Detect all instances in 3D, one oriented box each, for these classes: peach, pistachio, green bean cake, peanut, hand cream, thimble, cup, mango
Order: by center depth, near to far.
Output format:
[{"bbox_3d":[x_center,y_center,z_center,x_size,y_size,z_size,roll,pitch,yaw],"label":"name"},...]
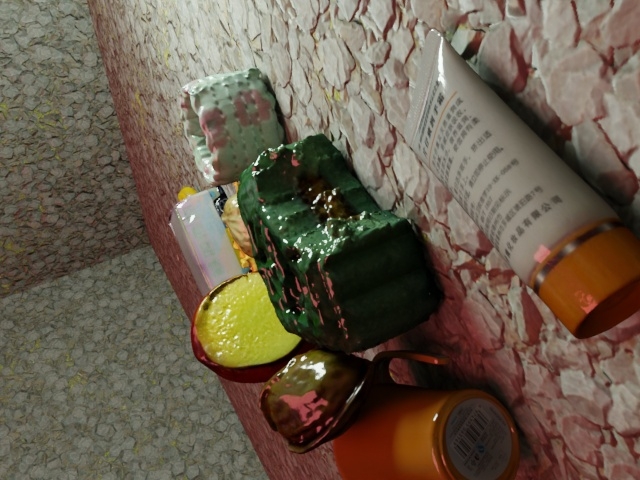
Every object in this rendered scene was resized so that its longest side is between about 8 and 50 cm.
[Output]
[{"bbox_3d":[0.163,-0.054,0.516,0.314,0.089,0.139,59,156,32],"label":"hand cream"},{"bbox_3d":[0.140,0.263,0.788,0.264,0.182,0.226,142,125,-60],"label":"cup"},{"bbox_3d":[-0.002,0.220,0.801,0.130,0.165,0.210,35,134,-27],"label":"pistachio"},{"bbox_3d":[0.000,0.000,0.835,0.300,0.169,0.307,-13,97,68],"label":"green bean cake"},{"bbox_3d":[-0.168,-0.218,1.046,0.185,0.149,0.211,51,152,42],"label":"thimble"},{"bbox_3d":[-0.145,-0.034,1.221,0.159,0.109,0.140,56,170,-4],"label":"peanut"},{"bbox_3d":[-0.148,0.207,1.234,0.248,0.275,0.245,-128,30,-48],"label":"peach"},{"bbox_3d":[-0.405,-0.101,1.817,0.187,0.066,0.101,58,149,11],"label":"mango"}]

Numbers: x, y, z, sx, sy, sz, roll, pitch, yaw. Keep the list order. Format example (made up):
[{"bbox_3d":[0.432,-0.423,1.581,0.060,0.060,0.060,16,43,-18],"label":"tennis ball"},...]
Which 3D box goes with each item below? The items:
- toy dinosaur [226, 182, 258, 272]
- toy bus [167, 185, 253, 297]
[{"bbox_3d":[-0.201,-0.021,1.419,0.117,0.070,0.288,-2,104,67],"label":"toy dinosaur"},{"bbox_3d":[-0.283,0.054,1.550,0.386,0.162,0.171,63,157,10],"label":"toy bus"}]
